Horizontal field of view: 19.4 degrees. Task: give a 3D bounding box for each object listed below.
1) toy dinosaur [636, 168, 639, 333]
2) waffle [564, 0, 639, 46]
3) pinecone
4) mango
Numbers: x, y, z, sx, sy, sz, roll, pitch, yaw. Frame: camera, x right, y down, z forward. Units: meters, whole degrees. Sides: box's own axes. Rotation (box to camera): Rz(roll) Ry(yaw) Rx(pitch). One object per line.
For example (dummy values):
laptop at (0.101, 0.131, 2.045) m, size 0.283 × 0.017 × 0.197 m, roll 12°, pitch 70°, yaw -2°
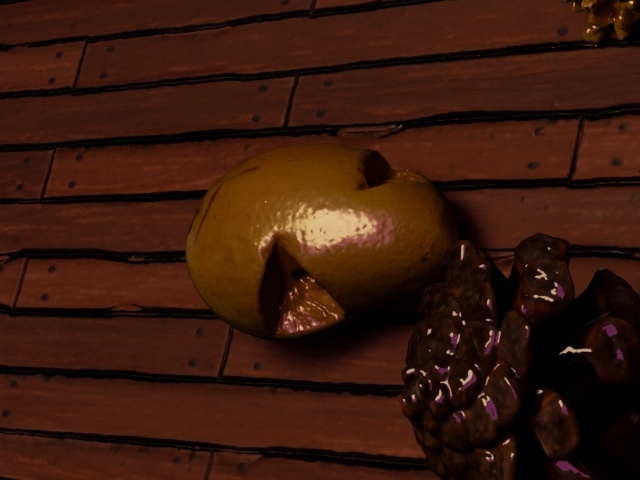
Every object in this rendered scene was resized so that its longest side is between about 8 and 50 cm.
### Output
toy dinosaur at (0.284, 0.035, 1.434) m, size 0.108 × 0.032 × 0.220 m, roll -32°, pitch 61°, yaw 21°
waffle at (0.270, -0.274, 1.568) m, size 0.193 × 0.070 × 0.197 m, roll -17°, pitch 60°, yaw 35°
pinecone at (0.157, 0.102, 1.393) m, size 0.202 × 0.201 × 0.229 m, roll -33°, pitch 56°, yaw 34°
mango at (0.000, 0.000, 1.632) m, size 0.262 × 0.130 × 0.167 m, roll -14°, pitch 64°, yaw 31°
